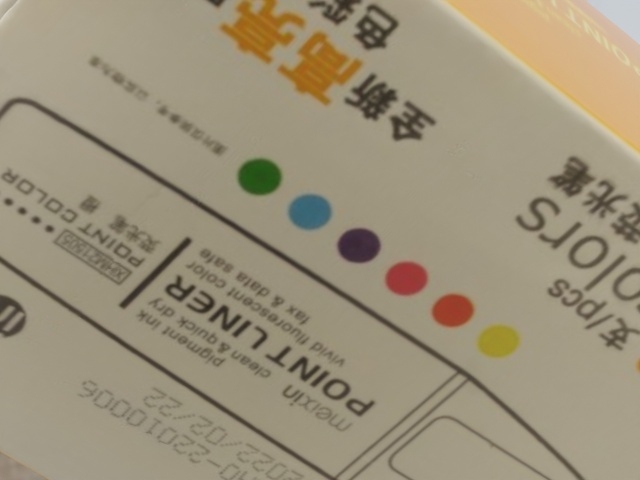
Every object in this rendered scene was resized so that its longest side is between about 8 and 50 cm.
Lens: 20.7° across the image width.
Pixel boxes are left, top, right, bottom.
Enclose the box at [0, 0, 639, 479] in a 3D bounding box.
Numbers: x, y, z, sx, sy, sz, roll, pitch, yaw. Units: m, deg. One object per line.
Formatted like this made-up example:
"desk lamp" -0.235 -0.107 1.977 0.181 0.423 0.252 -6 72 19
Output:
"box" 0.000 0.000 0.549 0.274 0.091 0.221 32 -60 -22
